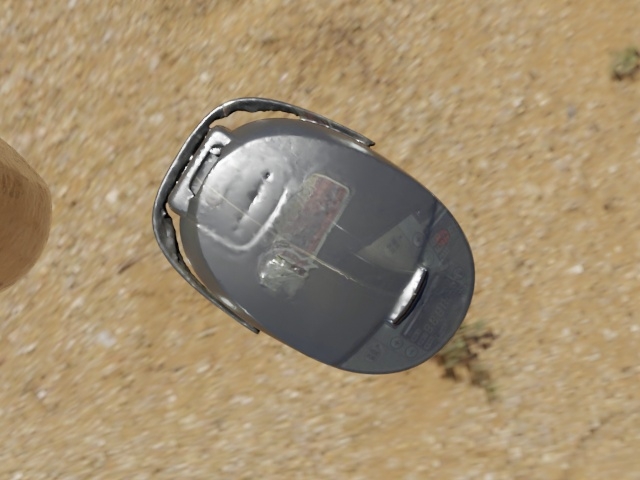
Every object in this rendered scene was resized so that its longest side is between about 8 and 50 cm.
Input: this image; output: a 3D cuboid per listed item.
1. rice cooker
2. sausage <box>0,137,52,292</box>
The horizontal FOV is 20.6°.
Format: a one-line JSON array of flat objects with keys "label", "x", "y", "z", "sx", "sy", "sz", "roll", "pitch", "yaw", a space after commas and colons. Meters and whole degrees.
[{"label": "rice cooker", "x": 0.000, "y": 0.000, "z": 0.888, "sx": 0.165, "sy": 0.106, "sz": 0.112, "roll": 33, "pitch": 92, "yaw": 5}, {"label": "sausage", "x": -0.206, "y": -0.028, "z": 0.802, "sx": 0.094, "sy": 0.348, "sz": 0.097, "roll": 35, "pitch": 89, "yaw": 12}]
